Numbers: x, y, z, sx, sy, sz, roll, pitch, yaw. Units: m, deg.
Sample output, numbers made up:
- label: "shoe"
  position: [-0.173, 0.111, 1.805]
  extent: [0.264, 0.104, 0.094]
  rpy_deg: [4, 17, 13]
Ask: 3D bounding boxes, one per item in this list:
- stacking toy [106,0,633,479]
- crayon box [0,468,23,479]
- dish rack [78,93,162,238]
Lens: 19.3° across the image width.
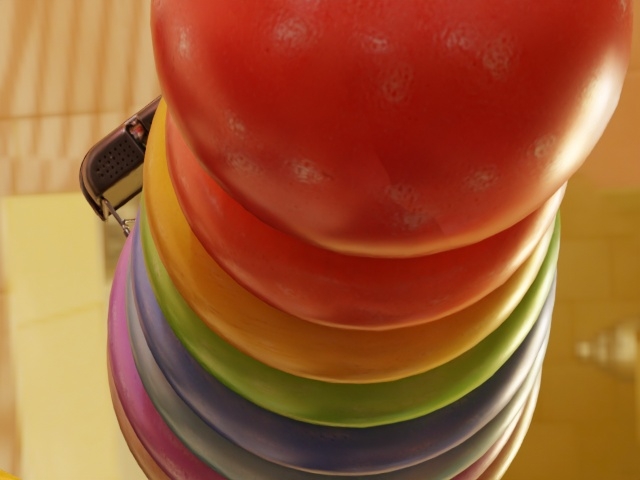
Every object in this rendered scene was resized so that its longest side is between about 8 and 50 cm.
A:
- label: "stacking toy"
  position: [0.006, -0.003, 0.465]
  extent: [0.330, 0.141, 0.141]
  rpy_deg: [97, 176, -75]
- label: "crayon box"
  position: [-0.290, 0.255, 1.089]
  extent: [0.363, 0.313, 0.106]
  rpy_deg: [-33, -41, -52]
- label: "dish rack"
  position: [0.000, 0.000, 1.135]
  extent: [0.271, 0.208, 0.074]
  rpy_deg: [54, -179, 5]
